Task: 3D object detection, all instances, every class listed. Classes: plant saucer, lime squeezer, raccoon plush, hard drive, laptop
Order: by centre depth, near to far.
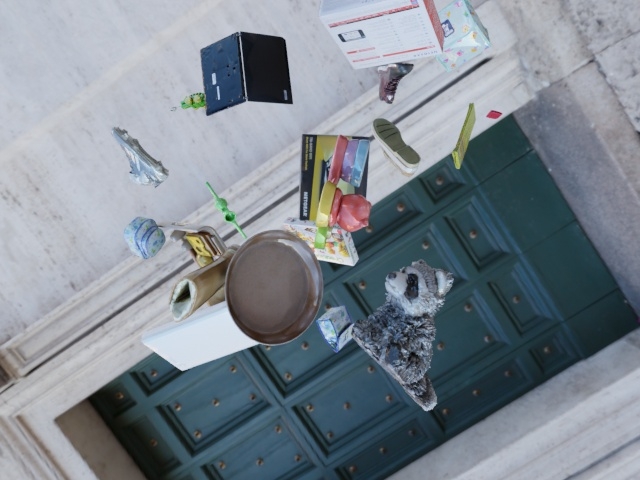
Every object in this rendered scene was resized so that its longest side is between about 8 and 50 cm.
[{"bbox_3d":[-0.128,0.126,1.199,0.050,0.311,0.311,-4,128,52],"label":"plant saucer"},{"bbox_3d":[0.282,0.258,1.270,0.216,0.299,0.446,34,165,45],"label":"raccoon plush"},{"bbox_3d":[-0.343,0.289,1.315,0.040,0.307,0.203,-99,-18,-46],"label":"hard drive"},{"bbox_3d":[-0.248,-0.542,1.445,0.136,0.264,0.235,4,-102,-61],"label":"laptop"},{"bbox_3d":[-0.424,-0.127,1.943,0.310,0.058,0.110,55,159,-10],"label":"lime squeezer"}]

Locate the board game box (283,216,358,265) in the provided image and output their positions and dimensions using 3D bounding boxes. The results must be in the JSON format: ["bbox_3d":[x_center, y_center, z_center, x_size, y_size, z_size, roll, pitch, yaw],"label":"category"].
[{"bbox_3d":[0.000,0.000,1.859,0.305,0.053,0.193,8,134,36],"label":"board game box"}]

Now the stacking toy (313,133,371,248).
[{"bbox_3d":[0.076,-0.116,1.222,0.280,0.130,0.309,99,-175,-58],"label":"stacking toy"}]

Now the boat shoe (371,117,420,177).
[{"bbox_3d":[0.306,-0.393,1.864,0.302,0.113,0.103,60,161,27],"label":"boat shoe"}]

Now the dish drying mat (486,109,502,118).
[{"bbox_3d":[0.457,-0.331,1.152,0.032,0.008,0.083,19,-170,10],"label":"dish drying mat"}]

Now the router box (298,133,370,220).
[{"bbox_3d":[0.045,-0.224,1.579,0.081,0.242,0.309,-114,25,-74],"label":"router box"}]

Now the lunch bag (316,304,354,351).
[{"bbox_3d":[0.072,0.363,1.800,0.128,0.096,0.151,-30,-79,-48],"label":"lunch bag"}]

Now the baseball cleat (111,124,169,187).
[{"bbox_3d":[-0.558,-0.239,1.309,0.206,0.109,0.072,46,-168,-25],"label":"baseball cleat"}]

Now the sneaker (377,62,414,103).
[{"bbox_3d":[0.320,-0.672,1.882,0.281,0.106,0.163,-117,29,-71],"label":"sneaker"}]

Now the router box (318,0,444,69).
[{"bbox_3d":[0.208,-0.710,1.447,0.301,0.335,0.082,27,-112,-60],"label":"router box"}]

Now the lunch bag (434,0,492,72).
[{"bbox_3d":[0.575,-0.894,1.888,0.262,0.223,0.160,26,-127,-41],"label":"lunch bag"}]

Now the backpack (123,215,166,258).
[{"bbox_3d":[-0.532,-0.012,1.333,0.114,0.084,0.105,82,-152,-47],"label":"backpack"}]

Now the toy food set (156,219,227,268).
[{"bbox_3d":[-0.382,0.067,1.405,0.219,0.092,0.306,7,136,38],"label":"toy food set"}]

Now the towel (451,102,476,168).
[{"bbox_3d":[0.538,-0.391,1.634,0.021,0.237,0.102,13,158,28],"label":"towel"}]

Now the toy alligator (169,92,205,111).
[{"bbox_3d":[-0.490,-0.529,1.657,0.056,0.189,0.052,27,-118,-67],"label":"toy alligator"}]

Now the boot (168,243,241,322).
[{"bbox_3d":[-0.310,0.140,1.161,0.089,0.236,0.269,25,-156,7],"label":"boot"}]
